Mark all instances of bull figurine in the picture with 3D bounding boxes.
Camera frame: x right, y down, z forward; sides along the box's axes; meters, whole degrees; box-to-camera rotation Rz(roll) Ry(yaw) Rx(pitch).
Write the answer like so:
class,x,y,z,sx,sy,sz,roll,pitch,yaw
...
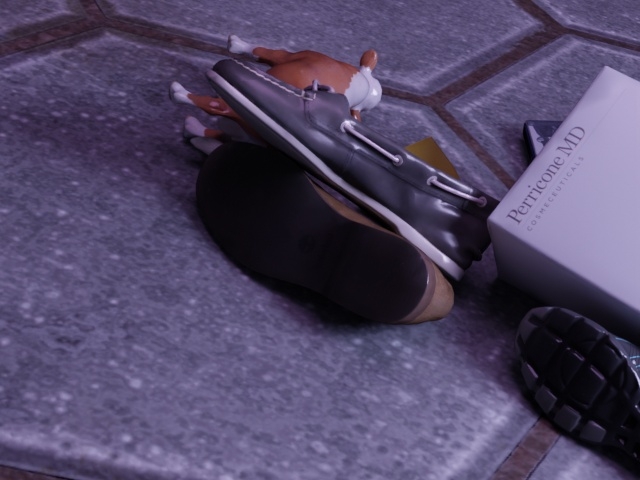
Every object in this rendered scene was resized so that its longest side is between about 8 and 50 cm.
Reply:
class,x,y,z,sx,sy,sz,roll,pitch,yaw
bull figurine,-0.044,-0.166,1.258,0.188,0.101,0.310,13,26,12

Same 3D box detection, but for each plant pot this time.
class,x,y,z,sx,sy,sz,roll,pitch,yaw
plant pot,0.109,-0.050,1.183,0.083,0.081,0.081,47,43,17

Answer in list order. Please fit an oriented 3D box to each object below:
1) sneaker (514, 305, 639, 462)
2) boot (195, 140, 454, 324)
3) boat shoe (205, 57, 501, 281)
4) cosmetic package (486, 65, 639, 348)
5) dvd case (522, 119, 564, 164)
class,x,y,z,sx,sy,sz,roll,pitch,yaw
sneaker,0.294,0.153,0.982,0.267,0.101,0.106,39,21,25
boot,0.000,0.000,1.077,0.305,0.112,0.115,33,6,30
boat shoe,0.039,-0.090,1.077,0.335,0.095,0.112,37,-3,-14
cosmetic package,0.378,0.025,1.037,0.385,0.156,0.217,32,78,23
dvd case,0.355,-0.078,1.332,0.179,0.030,0.239,2,37,0
